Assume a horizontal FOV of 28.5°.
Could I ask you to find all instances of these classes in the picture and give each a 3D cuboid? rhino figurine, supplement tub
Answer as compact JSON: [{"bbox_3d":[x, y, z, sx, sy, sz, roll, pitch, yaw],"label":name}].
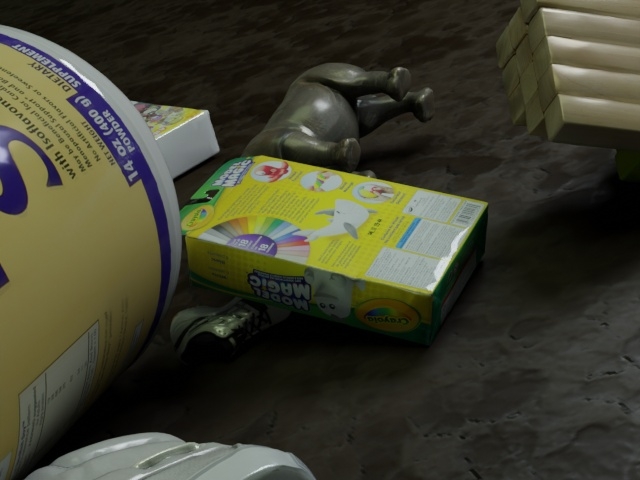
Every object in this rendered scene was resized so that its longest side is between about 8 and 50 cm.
[{"bbox_3d":[-0.013,-0.053,0.905,0.106,0.073,0.243,5,40,31],"label":"rhino figurine"},{"bbox_3d":[-0.235,0.040,0.621,0.241,0.241,0.331,-8,19,21],"label":"supplement tub"}]

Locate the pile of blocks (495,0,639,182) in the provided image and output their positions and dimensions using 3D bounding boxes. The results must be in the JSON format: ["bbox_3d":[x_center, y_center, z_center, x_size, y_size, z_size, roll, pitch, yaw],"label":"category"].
[{"bbox_3d":[0.265,-0.112,0.835,0.362,0.149,0.112,-19,-20,-26],"label":"pile of blocks"}]

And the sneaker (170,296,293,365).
[{"bbox_3d":[-0.050,0.054,0.764,0.083,0.032,0.037,-21,38,6],"label":"sneaker"}]

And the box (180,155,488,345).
[{"bbox_3d":[0.000,0.000,0.761,0.179,0.043,0.105,15,37,20],"label":"box"}]

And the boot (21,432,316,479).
[{"bbox_3d":[-0.122,0.163,0.522,0.258,0.095,0.123,-27,18,-38],"label":"boot"}]

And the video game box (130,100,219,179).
[{"bbox_3d":[-0.221,-0.060,1.092,0.205,0.048,0.187,-34,27,-30],"label":"video game box"}]
